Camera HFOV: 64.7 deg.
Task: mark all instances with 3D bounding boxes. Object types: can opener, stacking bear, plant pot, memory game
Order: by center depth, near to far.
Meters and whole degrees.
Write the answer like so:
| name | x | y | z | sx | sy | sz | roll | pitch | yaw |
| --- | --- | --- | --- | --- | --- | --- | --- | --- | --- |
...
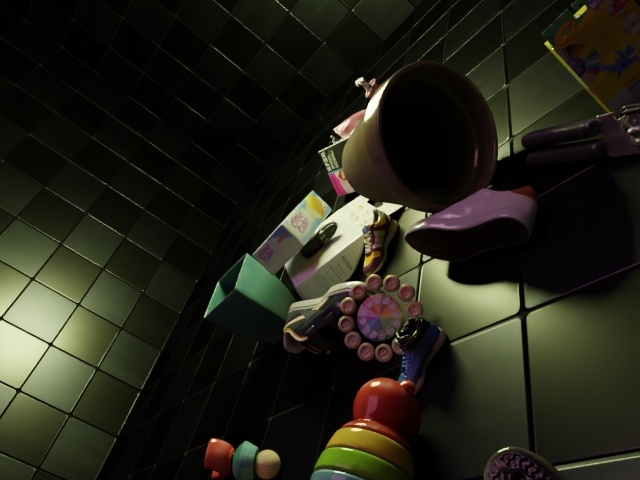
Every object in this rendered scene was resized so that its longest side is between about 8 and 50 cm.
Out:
| name | x | y | z | sx | sy | sz | roll | pitch | yaw |
| --- | --- | --- | --- | --- | --- | --- | --- | --- | --- |
| stacking bear | 0.078 | 0.349 | 0.777 | 0.175 | 0.164 | 0.289 | -33 | 24 | 46 |
| can opener | 0.486 | -0.184 | 0.878 | 0.095 | 0.076 | 0.283 | -25 | 11 | -18 |
| memory game | 0.121 | 0.157 | 1.040 | 0.186 | 0.012 | 0.186 | -10 | 67 | 24 |
| plant pot | 0.197 | -0.207 | 1.184 | 0.323 | 0.323 | 0.280 | -61 | 19 | -19 |
| plant pot | -0.192 | 0.197 | 1.530 | 0.166 | 0.234 | 0.165 | -41 | 23 | 31 |

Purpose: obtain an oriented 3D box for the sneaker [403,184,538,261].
| name | x | y | z | sx | sy | sz | roll | pitch | yaw |
| --- | --- | --- | --- | --- | --- | --- | --- | --- | --- |
| sneaker | 0.299 | -0.037 | 1.005 | 0.290 | 0.106 | 0.123 | -11 | 38 | 51 |

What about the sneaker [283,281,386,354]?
| name | x | y | z | sx | sy | sz | roll | pitch | yaw |
| --- | --- | --- | --- | --- | --- | --- | --- | --- | --- |
| sneaker | 0.027 | 0.196 | 1.192 | 0.321 | 0.126 | 0.127 | -29 | 37 | 48 |

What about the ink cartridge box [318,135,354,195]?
| name | x | y | z | sx | sy | sz | roll | pitch | yaw |
| --- | --- | --- | --- | --- | --- | --- | --- | --- | --- |
| ink cartridge box | 0.093 | -0.253 | 1.719 | 0.069 | 0.175 | 0.371 | -28 | 9 | -21 |

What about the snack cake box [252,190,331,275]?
| name | x | y | z | sx | sy | sz | roll | pitch | yaw |
| --- | --- | --- | --- | --- | --- | --- | --- | --- | --- |
| snack cake box | -0.080 | -0.027 | 1.504 | 0.152 | 0.089 | 0.264 | -42 | 7 | 31 |

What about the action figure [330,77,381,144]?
| name | x | y | z | sx | sy | sz | roll | pitch | yaw |
| --- | --- | --- | --- | --- | --- | --- | --- | --- | --- |
| action figure | 0.230 | -0.436 | 1.800 | 0.370 | 0.248 | 0.276 | -44 | -21 | -2 |

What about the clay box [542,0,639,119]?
| name | x | y | z | sx | sy | sz | roll | pitch | yaw |
| --- | --- | --- | --- | --- | --- | --- | --- | --- | --- |
| clay box | 0.483 | -0.319 | 0.845 | 0.127 | 0.222 | 0.053 | -44 | 18 | 25 |

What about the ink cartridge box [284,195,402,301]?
| name | x | y | z | sx | sy | sz | roll | pitch | yaw |
| --- | --- | --- | --- | --- | --- | --- | --- | --- | --- |
| ink cartridge box | 0.069 | 0.005 | 1.536 | 0.385 | 0.091 | 0.308 | -36 | 19 | -1 |

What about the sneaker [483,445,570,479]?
| name | x | y | z | sx | sy | sz | roll | pitch | yaw |
| --- | --- | --- | --- | --- | --- | --- | --- | --- | --- |
| sneaker | 0.276 | 0.306 | 0.499 | 0.227 | 0.130 | 0.087 | 32 | 80 | 43 |

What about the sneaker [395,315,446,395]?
| name | x | y | z | sx | sy | sz | roll | pitch | yaw |
| --- | --- | --- | --- | --- | --- | --- | --- | --- | --- |
| sneaker | 0.158 | 0.209 | 0.916 | 0.152 | 0.085 | 0.058 | -57 | 19 | -7 |

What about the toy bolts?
| name | x | y | z | sx | sy | sz | roll | pitch | yaw |
| --- | --- | --- | --- | --- | --- | --- | --- | --- | --- |
| toy bolts | -0.171 | 0.560 | 1.095 | 0.218 | 0.159 | 0.228 | 84 | -170 | -52 |

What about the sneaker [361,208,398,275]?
| name | x | y | z | sx | sy | sz | roll | pitch | yaw |
| --- | --- | --- | --- | --- | --- | --- | --- | --- | --- |
| sneaker | 0.135 | 0.004 | 1.322 | 0.069 | 0.084 | 0.185 | -27 | 32 | 53 |

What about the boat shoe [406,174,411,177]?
| name | x | y | z | sx | sy | sz | roll | pitch | yaw |
| --- | --- | --- | --- | --- | --- | --- | --- | --- | --- |
| boat shoe | 0.228 | -0.189 | 1.426 | 0.095 | 0.095 | 0.257 | -61 | 20 | -3 |

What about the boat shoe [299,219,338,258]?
| name | x | y | z | sx | sy | sz | roll | pitch | yaw |
| --- | --- | --- | --- | --- | --- | --- | --- | --- | --- |
| boat shoe | 0.000 | 0.000 | 1.468 | 0.142 | 0.049 | 0.040 | -44 | 25 | 2 |
